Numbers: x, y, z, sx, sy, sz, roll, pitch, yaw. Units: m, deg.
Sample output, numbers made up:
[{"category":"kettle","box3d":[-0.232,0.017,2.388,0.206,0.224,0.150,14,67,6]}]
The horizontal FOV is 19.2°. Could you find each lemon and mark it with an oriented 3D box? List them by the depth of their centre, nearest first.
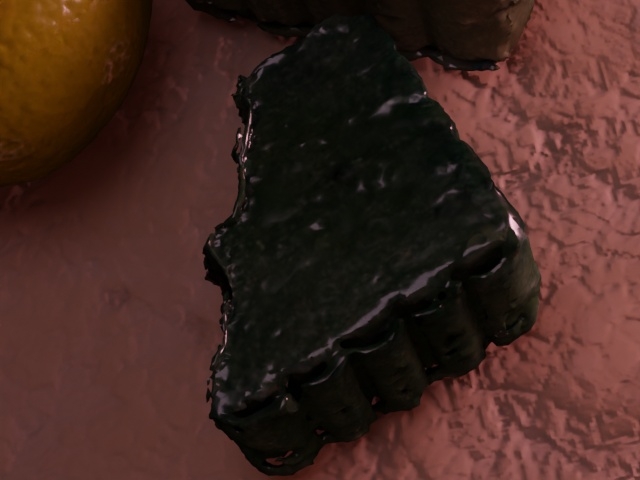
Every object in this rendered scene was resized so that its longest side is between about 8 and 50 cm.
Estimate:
[{"category":"lemon","box3d":[-0.193,-0.131,1.132,0.184,0.184,0.248,29,64,28]}]

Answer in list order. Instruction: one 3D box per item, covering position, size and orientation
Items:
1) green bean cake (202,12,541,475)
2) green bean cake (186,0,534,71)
[{"category":"green bean cake","box3d":[0.000,0.000,1.045,0.193,0.107,0.208,-33,58,3]},{"category":"green bean cake","box3d":[0.036,-0.245,1.146,0.241,0.132,0.255,9,65,21]}]
